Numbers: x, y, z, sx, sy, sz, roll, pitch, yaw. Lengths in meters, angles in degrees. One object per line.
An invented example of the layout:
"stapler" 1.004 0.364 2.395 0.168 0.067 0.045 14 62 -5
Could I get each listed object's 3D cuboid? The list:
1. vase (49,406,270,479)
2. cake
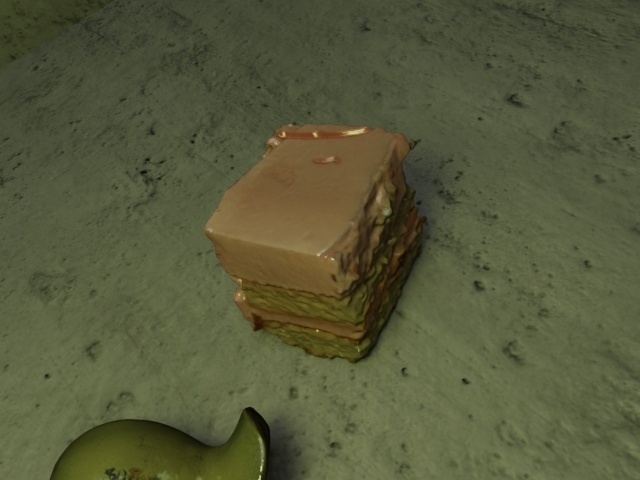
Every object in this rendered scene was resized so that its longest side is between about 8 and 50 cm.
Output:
"vase" -0.216 0.420 0.852 0.302 0.241 0.330 -4 79 -5
"cake" 0.000 0.000 1.039 0.293 0.307 0.314 10 56 23
